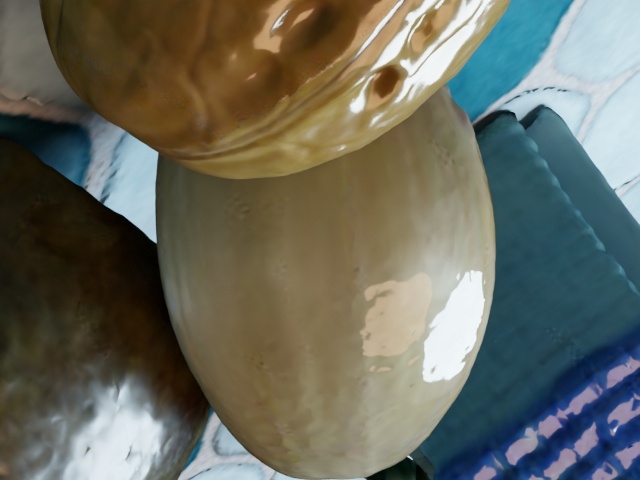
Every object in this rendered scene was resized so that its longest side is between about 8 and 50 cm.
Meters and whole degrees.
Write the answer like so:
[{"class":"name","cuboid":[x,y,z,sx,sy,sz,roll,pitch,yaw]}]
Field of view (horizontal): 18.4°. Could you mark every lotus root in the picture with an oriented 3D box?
[{"class":"lotus root","cuboid":[-0.192,0.098,0.842,0.314,0.210,0.142,-44,172,-23]}]

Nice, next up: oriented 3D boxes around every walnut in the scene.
[{"class":"walnut","cuboid":[-0.012,-0.113,0.734,0.197,0.165,0.165,-45,157,5]}]

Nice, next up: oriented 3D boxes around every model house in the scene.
[{"class":"model house","cuboid":[0.163,0.127,1.220,0.252,0.329,0.295,-42,155,-3]}]

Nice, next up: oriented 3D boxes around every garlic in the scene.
[{"class":"garlic","cuboid":[0.002,0.010,0.888,0.145,0.164,0.245,-7,111,-3]}]
